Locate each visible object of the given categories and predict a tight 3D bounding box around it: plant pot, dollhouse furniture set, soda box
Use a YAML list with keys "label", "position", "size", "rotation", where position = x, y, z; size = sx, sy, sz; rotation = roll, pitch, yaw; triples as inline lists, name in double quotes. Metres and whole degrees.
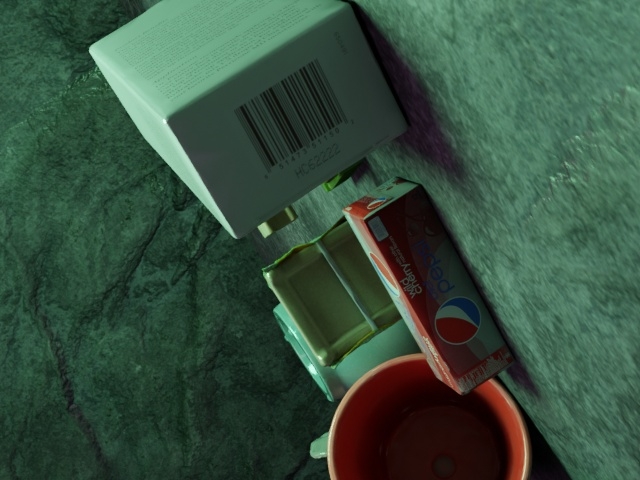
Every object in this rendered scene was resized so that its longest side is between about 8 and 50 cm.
- label: "plant pot"
  position: [0.051, 0.130, 1.608]
  size: [0.293, 0.196, 0.293]
  rotation: [55, 172, 12]
- label: "dollhouse furniture set"
  position: [0.000, 0.000, 1.413]
  size: [0.301, 0.198, 0.151]
  rotation: [58, 170, 0]
- label: "plant pot"
  position: [0.167, 0.314, 1.489]
  size: [0.275, 0.275, 0.243]
  rotation: [54, 180, 20]
- label: "soda box"
  position: [0.132, 0.056, 1.260]
  size: [0.263, 0.083, 0.092]
  rotation: [60, 171, -16]

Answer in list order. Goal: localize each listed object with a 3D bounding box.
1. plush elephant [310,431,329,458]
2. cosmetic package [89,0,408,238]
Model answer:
- label: "plush elephant"
  position: [0.132, 0.503, 2.264]
  size: [0.255, 0.272, 0.329]
  rotation: [25, -131, -57]
- label: "cosmetic package"
  position: [-0.108, -0.189, 1.239]
  size: [0.161, 0.230, 0.453]
  rotation: [61, 172, -28]
